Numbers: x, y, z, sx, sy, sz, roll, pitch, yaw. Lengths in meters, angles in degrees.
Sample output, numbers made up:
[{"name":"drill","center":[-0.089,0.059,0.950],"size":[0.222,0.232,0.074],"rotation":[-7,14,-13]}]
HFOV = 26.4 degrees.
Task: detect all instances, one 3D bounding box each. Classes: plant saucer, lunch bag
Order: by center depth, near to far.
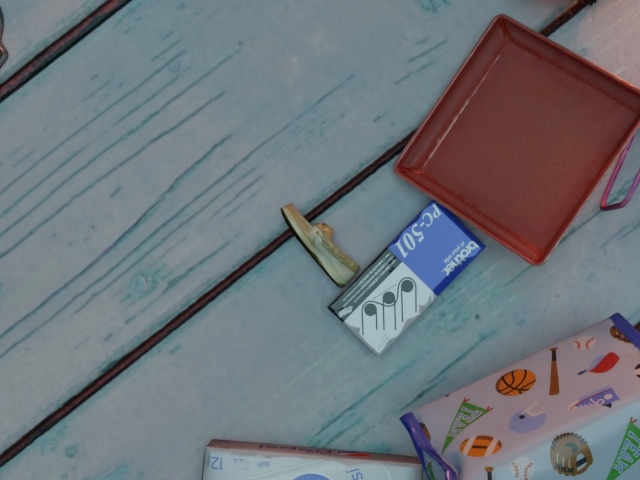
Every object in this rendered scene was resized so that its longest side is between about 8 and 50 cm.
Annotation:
[{"name":"lunch bag","center":[0.328,0.347,1.707],"size":[0.327,0.239,0.386],"rotation":[-23,117,-3]},{"name":"plant saucer","center":[0.265,-0.130,1.782],"size":[0.258,0.047,0.259],"rotation":[36,92,29]}]

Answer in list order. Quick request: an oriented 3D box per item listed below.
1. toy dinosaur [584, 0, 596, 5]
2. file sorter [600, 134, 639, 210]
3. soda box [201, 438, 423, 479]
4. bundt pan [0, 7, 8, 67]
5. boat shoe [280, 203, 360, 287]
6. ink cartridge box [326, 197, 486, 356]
[{"name":"toy dinosaur","center":[0.315,-0.356,1.765],"size":[0.160,0.313,0.121],"rotation":[-2,115,-22]},{"name":"file sorter","center":[0.532,-0.068,1.753],"size":[0.290,0.202,0.182],"rotation":[23,91,1]},{"name":"soda box","center":[-0.012,0.321,1.790],"size":[0.286,0.098,0.091],"rotation":[5,88,0]},{"name":"bundt pan","center":[-0.591,-0.265,1.808],"size":[0.330,0.124,0.331],"rotation":[0,88,0]},{"name":"boat shoe","center":[0.000,0.000,1.830],"size":[0.045,0.050,0.135],"rotation":[-39,98,-5]},{"name":"ink cartridge box","center":[0.114,0.049,1.826],"size":[0.097,0.046,0.207],"rotation":[44,88,1]}]
